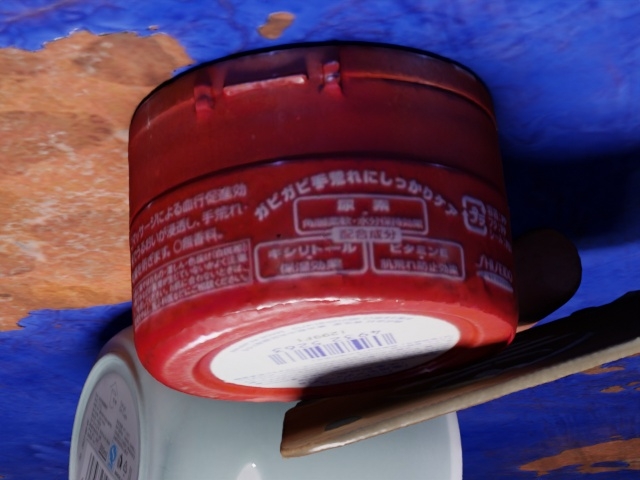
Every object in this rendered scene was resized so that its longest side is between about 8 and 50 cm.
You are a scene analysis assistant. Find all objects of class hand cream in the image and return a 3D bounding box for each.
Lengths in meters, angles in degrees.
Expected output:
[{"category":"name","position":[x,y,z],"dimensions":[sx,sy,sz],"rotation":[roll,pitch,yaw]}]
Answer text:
[{"category":"hand cream","position":[0.000,0.000,0.746],"dimensions":[0.230,0.149,0.230],"rotation":[-5,158,-2]}]

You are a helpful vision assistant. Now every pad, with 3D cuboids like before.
[{"category":"pad","position":[0.111,0.084,0.858],"dimensions":[0.286,0.018,0.284],"rotation":[-19,178,-1]}]

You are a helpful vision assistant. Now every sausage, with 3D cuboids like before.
[{"category":"sausage","position":[0.153,0.039,1.021],"dimensions":[0.062,0.062,0.154],"rotation":[1,160,-16]}]

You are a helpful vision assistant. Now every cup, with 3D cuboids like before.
[{"category":"cup","position":[-0.042,0.157,1.099],"dimensions":[0.274,0.259,0.357],"rotation":[6,128,-28]}]
